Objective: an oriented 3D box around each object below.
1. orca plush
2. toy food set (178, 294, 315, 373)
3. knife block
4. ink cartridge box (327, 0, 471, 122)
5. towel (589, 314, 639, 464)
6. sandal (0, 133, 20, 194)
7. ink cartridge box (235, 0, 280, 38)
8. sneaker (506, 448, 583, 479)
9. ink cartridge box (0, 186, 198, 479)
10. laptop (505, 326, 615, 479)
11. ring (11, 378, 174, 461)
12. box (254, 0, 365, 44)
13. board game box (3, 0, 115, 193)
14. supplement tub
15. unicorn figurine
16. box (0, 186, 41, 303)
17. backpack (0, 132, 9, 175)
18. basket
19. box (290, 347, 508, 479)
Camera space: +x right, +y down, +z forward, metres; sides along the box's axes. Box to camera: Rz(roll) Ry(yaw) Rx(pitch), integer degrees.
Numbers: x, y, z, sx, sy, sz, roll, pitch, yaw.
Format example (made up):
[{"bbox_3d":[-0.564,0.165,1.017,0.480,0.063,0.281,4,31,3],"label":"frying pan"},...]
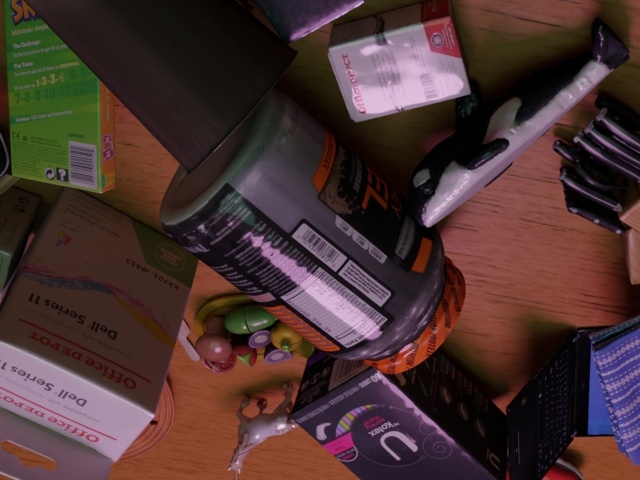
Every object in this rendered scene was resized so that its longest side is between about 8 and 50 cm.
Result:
[{"bbox_3d":[0.191,-0.143,1.054,0.287,0.151,0.102,-45,78,29],"label":"orca plush"},{"bbox_3d":[-0.112,0.144,1.345,0.217,0.071,0.128,-7,129,12],"label":"toy food set"},{"bbox_3d":[0.409,-0.071,1.096,0.275,0.088,0.242,-7,130,12],"label":"knife block"},{"bbox_3d":[0.086,-0.196,1.046,0.135,0.056,0.099,-11,127,15],"label":"ink cartridge box"},{"bbox_3d":[0.483,0.174,1.237,0.243,0.040,0.336,-23,139,8],"label":"towel"},{"bbox_3d":[-0.317,-0.119,1.159,0.240,0.088,0.079,-29,154,26],"label":"sandal"},{"bbox_3d":[-0.126,-0.223,1.042,0.150,0.063,0.109,38,123,-23],"label":"ink cartridge box"},{"bbox_3d":[0.264,0.389,1.479,0.278,0.118,0.107,2,131,5],"label":"sneaker"},{"bbox_3d":[-0.286,0.119,1.157,0.207,0.354,0.119,29,127,-18],"label":"ink cartridge box"},{"bbox_3d":[0.386,0.250,1.336,0.136,0.264,0.234,24,140,36],"label":"laptop"},{"bbox_3d":[-0.387,0.228,1.473,0.336,0.032,0.337,3,131,4],"label":"ring"},{"bbox_3d":[-0.032,-0.299,0.908,0.093,0.156,0.158,-24,124,23],"label":"box"},{"bbox_3d":[-0.282,-0.187,1.041,0.124,0.039,0.260,11,113,21],"label":"board game box"},{"bbox_3d":[0.000,0.000,1.123,0.338,0.207,0.207,39,123,-25],"label":"supplement tub"},{"bbox_3d":[-0.087,0.276,1.426,0.060,0.111,0.162,37,124,-24],"label":"unicorn figurine"},{"bbox_3d":[-0.532,-0.025,1.215,0.311,0.121,0.148,22,129,-12],"label":"box"},{"bbox_3d":[-0.494,-0.139,1.045,0.191,0.225,0.254,8,127,47],"label":"backpack"},{"bbox_3d":[-0.156,-0.199,0.916,0.227,0.204,0.154,42,111,-12],"label":"basket"},{"bbox_3d":[0.115,0.246,1.338,0.165,0.143,0.270,-35,111,30],"label":"box"}]
